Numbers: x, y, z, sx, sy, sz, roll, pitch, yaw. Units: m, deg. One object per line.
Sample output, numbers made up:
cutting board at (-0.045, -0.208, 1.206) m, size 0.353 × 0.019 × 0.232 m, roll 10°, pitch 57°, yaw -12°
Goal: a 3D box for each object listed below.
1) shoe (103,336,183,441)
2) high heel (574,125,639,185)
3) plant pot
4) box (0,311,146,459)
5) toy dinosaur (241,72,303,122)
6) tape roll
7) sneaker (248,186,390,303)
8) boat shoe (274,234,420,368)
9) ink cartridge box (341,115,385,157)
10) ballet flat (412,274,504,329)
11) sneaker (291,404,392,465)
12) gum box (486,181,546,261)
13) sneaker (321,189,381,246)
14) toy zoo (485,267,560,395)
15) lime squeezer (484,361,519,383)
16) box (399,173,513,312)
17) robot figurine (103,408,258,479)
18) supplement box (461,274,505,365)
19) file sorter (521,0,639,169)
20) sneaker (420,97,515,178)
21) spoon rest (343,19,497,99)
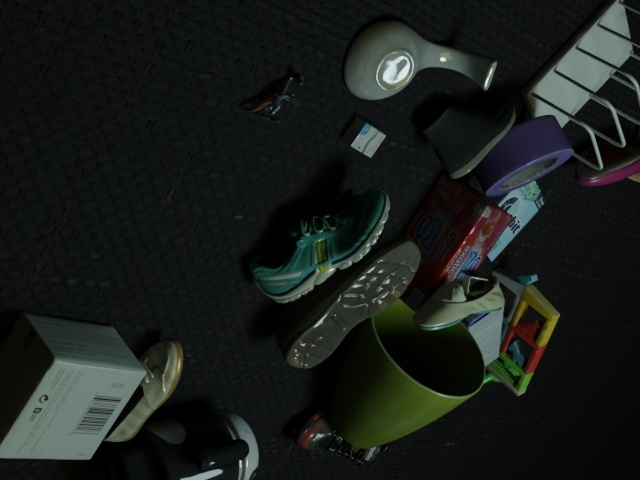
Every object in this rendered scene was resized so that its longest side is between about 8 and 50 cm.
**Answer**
shoe at (-0.302, 0.254, 1.543) m, size 0.058 × 0.076 × 0.219 m, roll 10°, pitch 117°, yaw -56°
high heel at (0.714, -0.151, 2.172) m, size 0.377 × 0.127 × 0.181 m, roll -25°, pitch 128°, yaw -34°
plant pot at (0.145, 0.298, 1.929) m, size 0.275 × 0.274 × 0.293 m, roll -4°, pitch 141°, yaw -44°
box at (-0.394, 0.220, 1.378) m, size 0.182 × 0.119 × 0.181 m, roll 19°, pitch 108°, yaw -52°
toy dinosaur at (-0.061, -0.219, 1.386) m, size 0.090 × 0.047 × 0.082 m, roll 17°, pitch 92°, yaw -41°
tape roll at (0.390, -0.163, 1.800) m, size 0.189 × 0.080 × 0.189 m, roll -23°, pitch 167°, yaw -6°
sneaker at (0.000, 0.000, 1.571) m, size 0.275 × 0.107 × 0.110 m, roll -37°, pitch 120°, yaw 7°
boat shoe at (0.040, 0.095, 1.721) m, size 0.324 × 0.116 × 0.123 m, roll -38°, pitch 132°, yaw -4°
ink cartridge box at (0.079, -0.174, 1.580) m, size 0.048 × 0.028 × 0.083 m, roll -55°, pitch 144°, yaw 10°
ballet flat at (0.270, 0.112, 1.798) m, size 0.249 × 0.086 × 0.086 m, roll -10°, pitch 130°, yaw -44°
sneaker at (0.059, 0.433, 2.037) m, size 0.276 × 0.135 × 0.097 m, roll 6°, pitch 120°, yaw -47°
gum box at (0.401, -0.060, 2.013) m, size 0.184 × 0.041 × 0.157 m, roll -47°, pitch 144°, yaw 0°
sneaker at (0.061, -0.042, 1.664) m, size 0.170 × 0.051 × 0.089 m, roll 7°, pitch 121°, yaw -40°
toy zoo at (0.452, 0.199, 2.180) m, size 0.030 × 0.192 × 0.293 m, roll -15°, pitch 134°, yaw -37°
lime squeezer at (0.492, 0.367, 2.495) m, size 0.310 × 0.059 × 0.109 m, roll -10°, pitch 130°, yaw -42°
box at (0.246, 0.013, 1.844) m, size 0.123 × 0.128 × 0.256 m, roll 14°, pitch 112°, yaw -53°
robot figurine at (-0.242, 0.404, 1.658) m, size 0.278 × 0.209 × 0.173 m, roll -6°, pitch 114°, yaw -43°
supplement box at (0.344, 0.201, 2.137) m, size 0.114 × 0.111 × 0.220 m, roll -32°, pitch 141°, yaw -21°
file sorter at (0.577, -0.309, 1.854) m, size 0.277 × 0.173 × 0.193 m, roll -46°, pitch 144°, yaw -2°
sneaker at (0.276, -0.225, 1.699) m, size 0.118 × 0.083 × 0.222 m, roll 52°, pitch 53°, yaw -16°
spoon rest at (0.157, -0.293, 1.527) m, size 0.277 × 0.084 × 0.137 m, roll -2°, pitch 124°, yaw -29°
